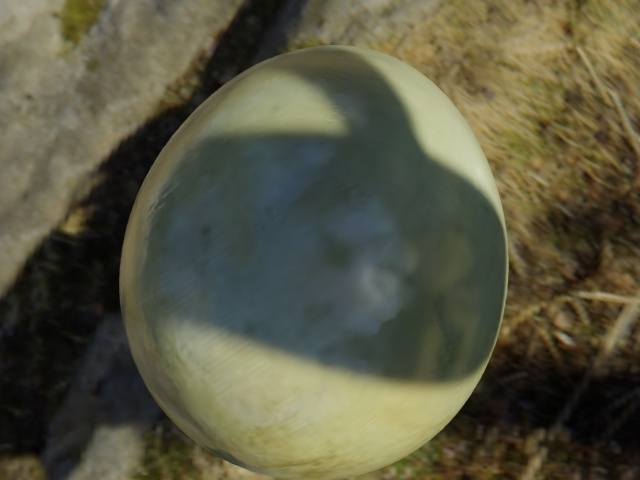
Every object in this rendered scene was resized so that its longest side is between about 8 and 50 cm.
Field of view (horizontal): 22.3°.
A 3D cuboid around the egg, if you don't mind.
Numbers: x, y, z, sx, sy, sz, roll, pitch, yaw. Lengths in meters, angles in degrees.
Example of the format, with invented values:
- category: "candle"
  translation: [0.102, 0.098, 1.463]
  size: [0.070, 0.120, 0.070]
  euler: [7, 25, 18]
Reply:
- category: "egg"
  translation: [0.000, 0.000, 0.940]
  size: [0.218, 0.218, 0.295]
  euler: [-13, 41, 22]
